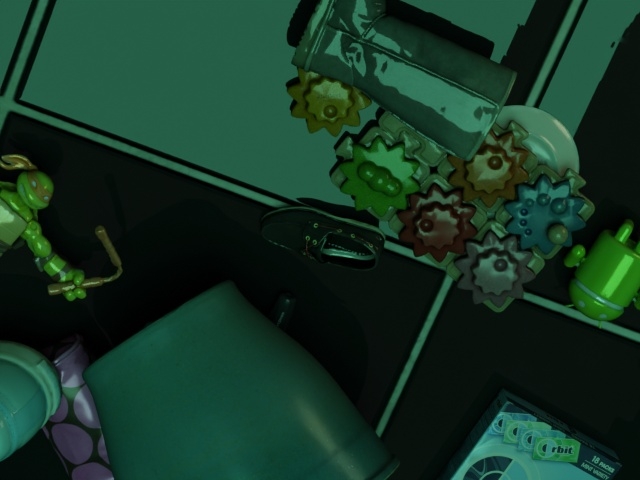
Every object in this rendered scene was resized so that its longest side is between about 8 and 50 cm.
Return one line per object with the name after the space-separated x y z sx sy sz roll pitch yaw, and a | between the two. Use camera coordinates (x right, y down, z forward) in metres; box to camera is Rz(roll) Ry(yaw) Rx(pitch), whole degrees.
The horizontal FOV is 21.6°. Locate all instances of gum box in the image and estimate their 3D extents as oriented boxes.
0.216 0.278 1.866 0.157 0.041 0.184 30 105 -13 | gum box

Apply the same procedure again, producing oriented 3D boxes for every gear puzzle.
0.113 -0.076 1.719 0.339 0.044 0.175 38 108 -10 | gear puzzle

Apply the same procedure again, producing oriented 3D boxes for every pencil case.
-0.247 0.203 1.783 0.098 0.095 0.209 -17 110 28 | pencil case

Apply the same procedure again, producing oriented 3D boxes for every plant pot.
-0.101 0.191 1.696 0.272 0.271 0.255 -33 89 7 | plant pot

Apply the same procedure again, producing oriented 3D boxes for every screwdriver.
-0.066 0.129 1.803 0.025 0.024 0.170 11 113 -39 | screwdriver

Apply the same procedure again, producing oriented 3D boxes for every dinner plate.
0.202 -0.072 1.756 0.141 0.017 0.141 -2 110 -5 | dinner plate

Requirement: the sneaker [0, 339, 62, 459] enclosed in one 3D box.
-0.452 0.181 1.692 0.366 0.150 0.135 -12 107 18 | sneaker

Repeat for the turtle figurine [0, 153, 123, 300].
-0.349 -0.018 1.695 0.217 0.087 0.269 -37 117 16 | turtle figurine

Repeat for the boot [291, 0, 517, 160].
0.097 -0.201 1.650 0.208 0.076 0.189 25 106 2 | boot

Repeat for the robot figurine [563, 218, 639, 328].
0.307 0.035 1.773 0.101 0.067 0.115 32 106 4 | robot figurine

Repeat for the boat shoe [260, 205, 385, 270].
0.000 -0.001 1.741 0.133 0.042 0.049 12 128 5 | boat shoe
